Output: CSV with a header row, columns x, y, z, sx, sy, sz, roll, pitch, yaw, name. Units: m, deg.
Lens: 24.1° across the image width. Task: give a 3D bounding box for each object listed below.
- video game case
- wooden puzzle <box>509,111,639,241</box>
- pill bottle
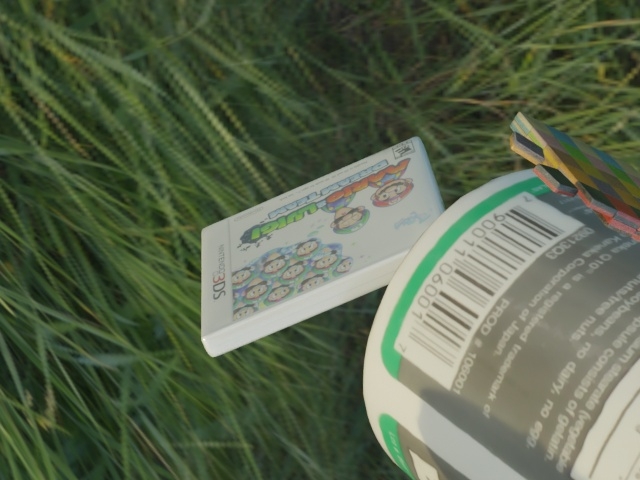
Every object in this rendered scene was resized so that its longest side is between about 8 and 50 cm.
x,y,z,sx,sy,sz,roll,pitch,yaw,name
0.000,0.000,0.915,0.157,0.143,0.019,-23,116,7,video game case
0.083,-0.015,0.435,0.083,0.049,0.006,21,114,-32,wooden puzzle
0.200,0.116,0.736,0.204,0.361,0.204,-17,123,-29,pill bottle
